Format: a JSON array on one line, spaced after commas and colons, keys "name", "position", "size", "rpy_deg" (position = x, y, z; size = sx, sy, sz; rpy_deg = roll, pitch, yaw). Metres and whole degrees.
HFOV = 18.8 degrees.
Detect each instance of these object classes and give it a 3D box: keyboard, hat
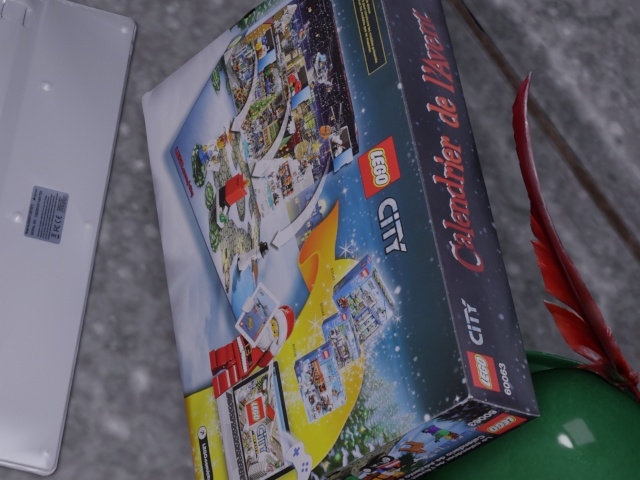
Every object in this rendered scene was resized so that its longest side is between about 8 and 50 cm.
[{"name": "keyboard", "position": [-0.137, -0.013, 0.892], "size": [0.072, 0.014, 0.256], "rpy_deg": [18, 55, -17]}, {"name": "hat", "position": [0.129, 0.082, 0.828], "size": [0.209, 0.183, 0.173], "rpy_deg": [23, 54, -7]}]

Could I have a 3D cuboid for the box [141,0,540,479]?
[{"name": "box", "position": [0.000, 0.000, 0.843], "size": [0.044, 0.159, 0.233], "rpy_deg": [18, 51, -42]}]
